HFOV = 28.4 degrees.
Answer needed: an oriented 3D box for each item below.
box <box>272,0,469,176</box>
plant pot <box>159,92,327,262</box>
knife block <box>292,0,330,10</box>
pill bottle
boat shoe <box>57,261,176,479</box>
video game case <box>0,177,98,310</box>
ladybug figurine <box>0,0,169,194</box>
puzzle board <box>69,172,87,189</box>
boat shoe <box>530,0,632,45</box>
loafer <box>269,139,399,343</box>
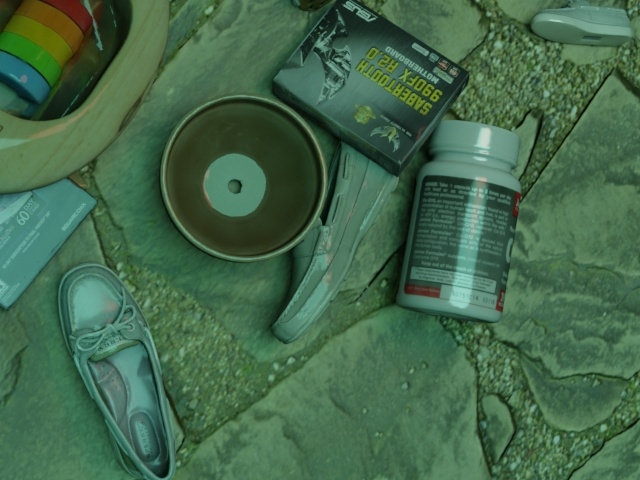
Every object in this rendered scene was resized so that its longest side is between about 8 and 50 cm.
[{"bbox_3d":[0.073,-0.231,1.860,0.231,0.056,0.183,35,74,10],"label":"box"},{"bbox_3d":[-0.115,-0.084,1.801,0.237,0.110,0.237,1,86,-11],"label":"plant pot"},{"bbox_3d":[-0.019,-0.515,1.867,0.242,0.088,0.276,-46,102,-14],"label":"knife block"},{"bbox_3d":[0.213,-0.027,1.894,0.161,0.161,0.283,12,85,-19],"label":"pill bottle"},{"bbox_3d":[-0.273,0.183,1.748,0.118,0.103,0.320,-18,94,-19],"label":"boat shoe"},{"bbox_3d":[-0.471,-0.065,1.719,0.274,0.026,0.196,40,80,-13],"label":"video game case"},{"bbox_3d":[-0.382,-0.242,1.668,0.305,0.162,0.449,37,66,-13],"label":"ladybug figurine"},{"bbox_3d":[-0.403,-0.091,1.760,0.096,0.011,0.128,-46,102,-14],"label":"puzzle board"},{"bbox_3d":[0.419,-0.357,2.032,0.184,0.066,0.063,2,74,-17],"label":"boat shoe"},{"bbox_3d":[0.000,0.000,1.853,0.111,0.112,0.319,32,71,-11],"label":"loafer"}]
